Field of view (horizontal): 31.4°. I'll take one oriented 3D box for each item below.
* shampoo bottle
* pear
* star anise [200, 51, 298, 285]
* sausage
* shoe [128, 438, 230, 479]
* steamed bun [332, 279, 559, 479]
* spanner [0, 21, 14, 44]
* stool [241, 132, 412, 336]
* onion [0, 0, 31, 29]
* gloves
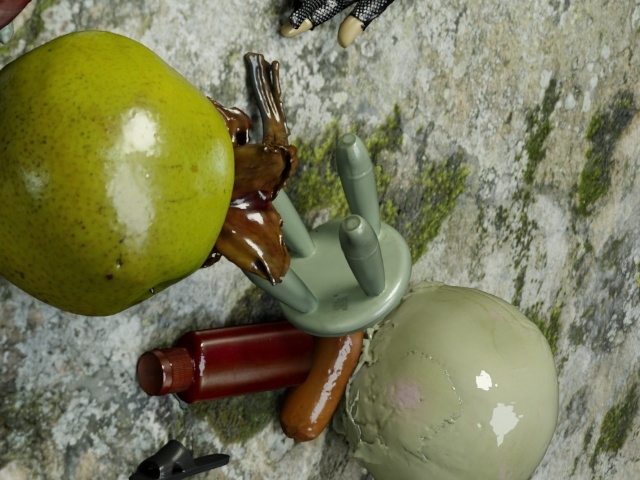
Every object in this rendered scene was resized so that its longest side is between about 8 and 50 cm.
[{"bbox_3d":[-0.124,0.165,1.540,0.260,0.064,0.102,-4,107,-44],"label":"shampoo bottle"},{"bbox_3d":[-0.233,-0.064,1.203,0.294,0.294,0.294,-17,115,-40],"label":"pear"},{"bbox_3d":[-0.095,-0.097,1.382,0.148,0.237,0.346,21,49,-21],"label":"star anise"},{"bbox_3d":[0.000,0.203,1.668,0.076,0.076,0.197,30,82,-46],"label":"sausage"},{"bbox_3d":[-0.190,0.291,1.527,0.159,0.062,0.053,-4,94,-43],"label":"shoe"},{"bbox_3d":[0.183,0.238,1.698,0.233,0.312,0.334,6,97,-44],"label":"steamed bun"},{"bbox_3d":[-0.350,-0.347,1.175,0.071,0.017,0.302,-14,113,-41],"label":"spanner"},{"bbox_3d":[0.000,0.000,1.497,0.198,0.195,0.195,57,24,-47],"label":"stool"},{"bbox_3d":[-0.379,-0.288,1.044,0.252,0.219,0.252,-28,166,-8],"label":"onion"},{"bbox_3d":[0.014,-0.334,1.497,0.181,0.106,0.129,-36,131,5],"label":"gloves"}]
